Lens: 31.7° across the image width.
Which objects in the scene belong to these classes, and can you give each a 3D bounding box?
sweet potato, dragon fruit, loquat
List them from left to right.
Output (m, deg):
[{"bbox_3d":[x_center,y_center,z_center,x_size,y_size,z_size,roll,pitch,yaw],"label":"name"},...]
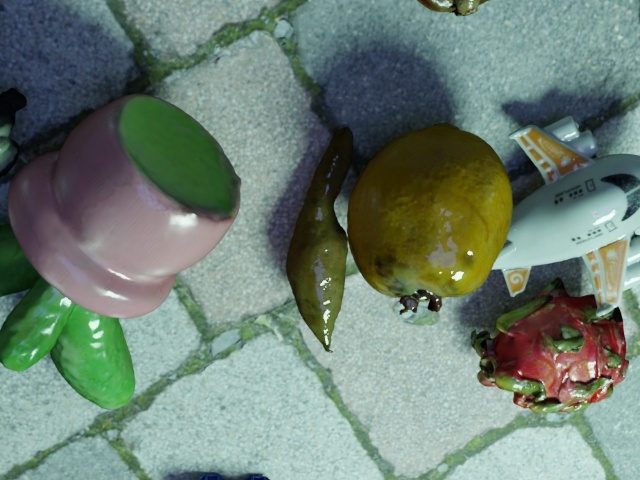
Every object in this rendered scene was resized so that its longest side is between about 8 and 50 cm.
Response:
[{"bbox_3d":[-0.001,-0.003,1.343,0.075,0.075,0.269,4,96,-12],"label":"sweet potato"},{"bbox_3d":[0.123,-0.025,1.281,0.176,0.187,0.234,25,72,-27],"label":"loquat"},{"bbox_3d":[0.284,0.135,1.409,0.172,0.166,0.160,-9,152,-19],"label":"dragon fruit"}]

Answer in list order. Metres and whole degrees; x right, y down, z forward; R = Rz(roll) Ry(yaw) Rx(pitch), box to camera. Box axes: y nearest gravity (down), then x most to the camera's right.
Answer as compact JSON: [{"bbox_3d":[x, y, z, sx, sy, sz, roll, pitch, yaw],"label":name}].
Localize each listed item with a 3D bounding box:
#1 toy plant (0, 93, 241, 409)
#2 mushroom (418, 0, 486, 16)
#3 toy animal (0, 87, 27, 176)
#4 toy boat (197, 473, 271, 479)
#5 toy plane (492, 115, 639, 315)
[{"bbox_3d":[-0.242,0.023,1.240,0.317,0.210,0.356,39,112,-23],"label":"toy plant"},{"bbox_3d":[0.153,-0.311,1.242,0.127,0.087,0.127,-5,115,-11],"label":"mushroom"},{"bbox_3d":[-0.420,-0.089,1.198,0.225,0.121,0.094,-11,111,3],"label":"toy animal"},{"bbox_3d":[-0.125,0.458,1.487,0.129,0.088,0.295,5,109,-12],"label":"toy boat"},{"bbox_3d":[0.296,-0.026,1.349,0.245,0.117,0.244,2,98,14],"label":"toy plane"}]
